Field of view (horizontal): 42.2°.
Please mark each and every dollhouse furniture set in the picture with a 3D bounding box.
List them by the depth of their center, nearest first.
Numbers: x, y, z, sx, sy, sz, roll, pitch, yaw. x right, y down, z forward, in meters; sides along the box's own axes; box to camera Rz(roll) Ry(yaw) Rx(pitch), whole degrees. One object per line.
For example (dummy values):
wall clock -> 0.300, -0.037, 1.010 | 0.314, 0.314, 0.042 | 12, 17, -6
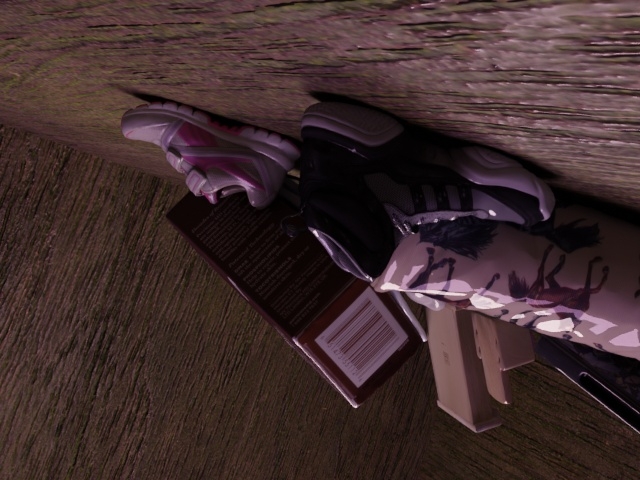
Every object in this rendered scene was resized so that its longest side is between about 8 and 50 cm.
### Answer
dollhouse furniture set -> 0.343, 0.147, 1.245 | 0.303, 0.198, 0.286 | -14, -170, -14

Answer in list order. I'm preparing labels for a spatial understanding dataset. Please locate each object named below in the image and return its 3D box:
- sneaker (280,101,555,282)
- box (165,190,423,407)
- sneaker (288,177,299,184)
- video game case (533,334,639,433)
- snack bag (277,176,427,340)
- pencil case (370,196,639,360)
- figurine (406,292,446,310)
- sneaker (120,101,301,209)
sneaker -> 0.091, -0.026, 0.809 | 0.268, 0.153, 0.101 | 18, 177, -14
box -> -0.049, 0.048, 1.183 | 0.381, 0.143, 0.191 | 39, 170, 48
sneaker -> 0.033, 0.018, 1.652 | 0.365, 0.210, 0.137 | 18, 178, -18
video game case -> 0.436, 0.151, 1.016 | 0.275, 0.035, 0.248 | -22, -129, -41
snack bag -> 0.000, 0.000, 1.308 | 0.342, 0.037, 0.323 | 36, 167, 45
pencil case -> 0.259, 0.035, 0.943 | 0.410, 0.160, 0.183 | 16, 155, 1
figurine -> 0.099, -0.012, 1.141 | 0.215, 0.092, 0.209 | 51, -175, 22
sneaker -> -0.159, -0.112, 1.125 | 0.252, 0.111, 0.103 | 17, 178, 9
